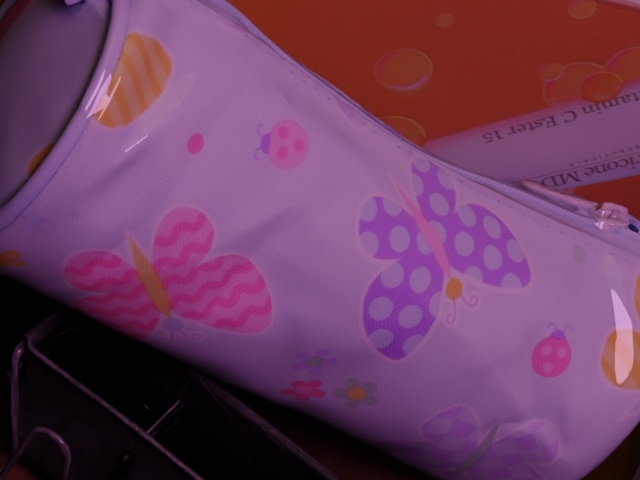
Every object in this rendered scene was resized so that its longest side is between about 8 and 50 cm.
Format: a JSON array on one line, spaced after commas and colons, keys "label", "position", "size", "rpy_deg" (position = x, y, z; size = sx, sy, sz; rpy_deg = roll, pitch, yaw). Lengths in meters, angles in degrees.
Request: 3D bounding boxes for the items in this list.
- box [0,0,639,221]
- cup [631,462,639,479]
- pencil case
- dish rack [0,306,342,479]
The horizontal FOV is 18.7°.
[{"label": "box", "position": [0.021, -0.093, 0.797], "size": [0.345, 0.215, 0.168], "rpy_deg": [11, 48, -17]}, {"label": "cup", "position": [0.235, 0.147, 0.661], "size": [0.331, 0.331, 0.237], "rpy_deg": [-4, 26, -29]}, {"label": "pencil case", "position": [0.000, 0.000, 0.688], "size": [0.273, 0.124, 0.113], "rpy_deg": [26, 35, -30]}, {"label": "dish rack", "position": [-0.082, 0.167, 0.621], "size": [0.208, 0.074, 0.271], "rpy_deg": [36, 46, 8]}]
